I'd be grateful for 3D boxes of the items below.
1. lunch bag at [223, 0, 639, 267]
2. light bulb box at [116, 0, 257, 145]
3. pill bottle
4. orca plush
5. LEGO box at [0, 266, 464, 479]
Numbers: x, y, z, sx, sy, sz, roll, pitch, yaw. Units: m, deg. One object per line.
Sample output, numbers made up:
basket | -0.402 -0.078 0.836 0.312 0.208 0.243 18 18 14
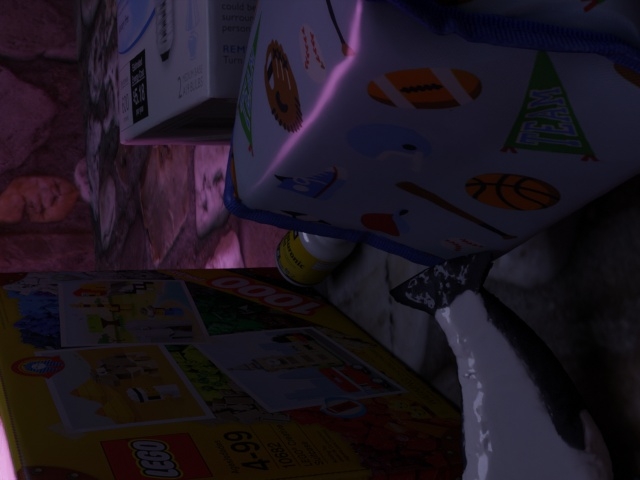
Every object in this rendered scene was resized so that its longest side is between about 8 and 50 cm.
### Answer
lunch bag | 0.084 -0.214 0.582 0.328 0.239 0.385 140 144 -69
light bulb box | -0.057 -0.287 0.927 0.358 0.225 0.361 177 92 -67
pill bottle | 0.000 0.000 1.004 0.116 0.065 0.065 133 132 -57
orca plush | 0.132 0.151 0.655 0.287 0.151 0.102 58 -168 9
LEGO box | -0.121 0.189 0.905 0.500 0.372 0.193 -146 59 -61
